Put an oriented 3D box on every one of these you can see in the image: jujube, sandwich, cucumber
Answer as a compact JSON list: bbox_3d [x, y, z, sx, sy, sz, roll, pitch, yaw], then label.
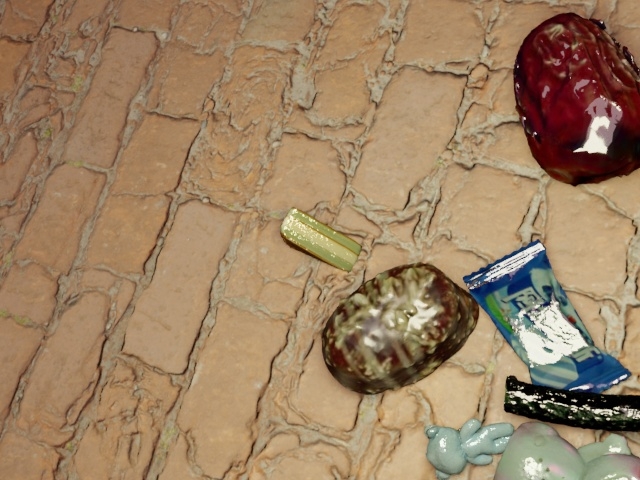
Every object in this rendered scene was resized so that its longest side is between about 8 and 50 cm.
[{"bbox_3d":[0.541,-0.283,1.463,0.258,0.258,0.377,-16,61,13],"label":"jujube"},{"bbox_3d":[0.000,0.000,1.602,0.163,0.113,0.079,25,80,24],"label":"sandwich"},{"bbox_3d":[0.497,0.313,1.308,0.303,0.072,0.081,6,97,22],"label":"cucumber"}]

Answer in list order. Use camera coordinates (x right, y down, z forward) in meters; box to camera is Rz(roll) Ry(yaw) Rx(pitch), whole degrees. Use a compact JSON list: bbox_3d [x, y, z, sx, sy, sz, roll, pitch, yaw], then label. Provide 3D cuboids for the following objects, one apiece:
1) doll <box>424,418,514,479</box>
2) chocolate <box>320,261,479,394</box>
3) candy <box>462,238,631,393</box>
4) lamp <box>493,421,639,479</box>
[{"bbox_3d":[0.292,0.399,1.393,0.179,0.075,0.120,-16,97,-9],"label":"doll"},{"bbox_3d":[0.150,0.170,1.440,0.340,0.210,0.225,-30,67,6],"label":"chocolate"},{"bbox_3d":[0.447,0.170,1.412,0.187,0.077,0.331,-31,70,9],"label":"candy"},{"bbox_3d":[0.461,0.443,1.226,0.301,0.247,0.247,21,77,31],"label":"lamp"}]
